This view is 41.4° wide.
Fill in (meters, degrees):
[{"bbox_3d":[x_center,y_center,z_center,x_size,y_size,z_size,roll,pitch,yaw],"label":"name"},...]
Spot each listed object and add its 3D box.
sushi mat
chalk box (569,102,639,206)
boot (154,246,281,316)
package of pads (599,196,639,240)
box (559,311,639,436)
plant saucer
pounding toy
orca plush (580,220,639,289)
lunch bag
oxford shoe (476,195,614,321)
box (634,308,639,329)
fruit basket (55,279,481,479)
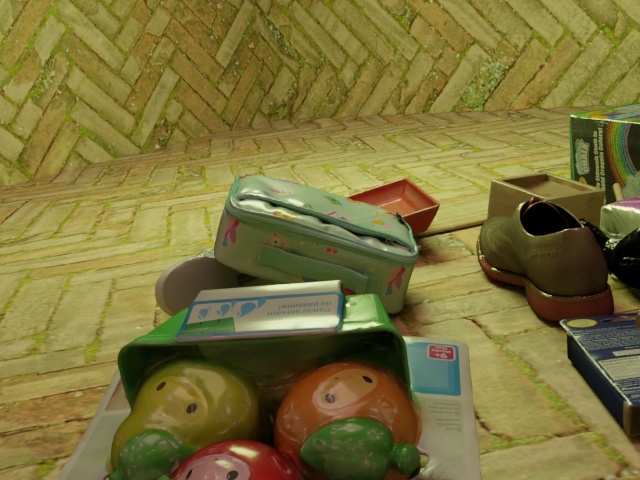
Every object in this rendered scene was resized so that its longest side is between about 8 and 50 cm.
[{"bbox_3d":[0.213,-0.040,1.566,0.317,0.019,0.151,-12,14,-18],"label":"sushi mat"},{"bbox_3d":[0.555,-0.141,1.472,0.179,0.180,0.289,-11,16,-17],"label":"chalk box"},{"bbox_3d":[-0.166,0.059,1.246,0.123,0.095,0.258,-3,5,40],"label":"boot"},{"bbox_3d":[0.547,-0.006,1.105,0.229,0.101,0.296,-12,16,-18],"label":"package of pads"},{"bbox_3d":[0.331,0.122,0.832,0.136,0.036,0.225,-6,15,2],"label":"box"},{"bbox_3d":[0.061,-0.029,1.466,0.259,0.047,0.258,-19,15,-2],"label":"plant saucer"},{"bbox_3d":[0.401,-0.037,1.336,0.181,0.094,0.206,-10,23,-31],"label":"pounding toy"},{"bbox_3d":[0.393,0.005,1.018,0.102,0.151,0.287,-5,11,-20],"label":"orca plush"},{"bbox_3d":[0.000,0.000,1.160,0.279,0.108,0.224,15,14,-4],"label":"lunch bag"},{"bbox_3d":[0.298,-0.002,1.146,0.123,0.130,0.348,-9,14,-8],"label":"oxford shoe"},{"bbox_3d":[0.439,0.090,0.835,0.201,0.021,0.164,16,17,39],"label":"box"},{"bbox_3d":[-0.047,0.158,0.626,0.327,0.165,0.353,-4,18,9],"label":"fruit basket"}]
